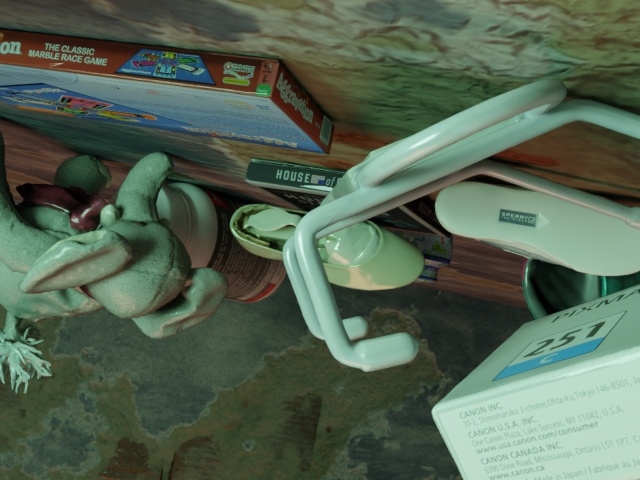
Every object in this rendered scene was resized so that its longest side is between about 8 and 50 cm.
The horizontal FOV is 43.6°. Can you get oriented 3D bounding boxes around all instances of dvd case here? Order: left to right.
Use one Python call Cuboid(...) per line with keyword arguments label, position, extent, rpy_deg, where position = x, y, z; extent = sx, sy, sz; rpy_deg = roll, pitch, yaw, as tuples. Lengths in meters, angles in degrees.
Cuboid(label="dvd case", position=(0.043, -0.044, 0.929), extent=(0.179, 0.029, 0.239), rpy_deg=(10, 176, 22))

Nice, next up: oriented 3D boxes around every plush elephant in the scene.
Cuboid(label="plush elephant", position=(-0.261, 0.000, 0.935), extent=(0.255, 0.330, 0.272), rpy_deg=(-10, 161, 19))

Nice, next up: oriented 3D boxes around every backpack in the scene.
Cuboid(label="backpack", position=(0.130, 0.015, 1.104), extent=(0.105, 0.084, 0.114), rpy_deg=(10, 173, -5))

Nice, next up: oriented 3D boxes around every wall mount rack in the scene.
Cuboid(label="wall mount rack", position=(0.128, -0.017, 0.534), extent=(0.304, 0.130, 0.350), rpy_deg=(-21, 179, -5))

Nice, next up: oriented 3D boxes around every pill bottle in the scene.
Cuboid(label="pill bottle", position=(-0.185, 0.002, 1.229), extent=(0.161, 0.161, 0.283), rpy_deg=(8, 174, 33))

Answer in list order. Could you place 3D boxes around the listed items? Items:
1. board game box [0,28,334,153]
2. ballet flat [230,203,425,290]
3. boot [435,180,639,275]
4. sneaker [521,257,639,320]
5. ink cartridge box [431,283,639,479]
Cuboid(label="board game box", position=(-0.141, -0.111, 0.584), extent=(0.281, 0.027, 0.145), rpy_deg=(10, 174, 16))
Cuboid(label="ballet flat", position=(0.000, 0.000, 0.953), extent=(0.248, 0.086, 0.086), rpy_deg=(10, 175, 25))
Cuboid(label="boot", position=(0.203, -0.016, 0.727), extent=(0.190, 0.069, 0.086), rpy_deg=(17, -174, 18))
Cuboid(label="sneaker", position=(0.320, 0.054, 0.764), extent=(0.296, 0.123, 0.178), rpy_deg=(13, -171, 38))
Cuboid(label="ink cartridge box", position=(0.243, 0.032, 0.421), extent=(0.296, 0.066, 0.261), rpy_deg=(-27, 177, 38))
